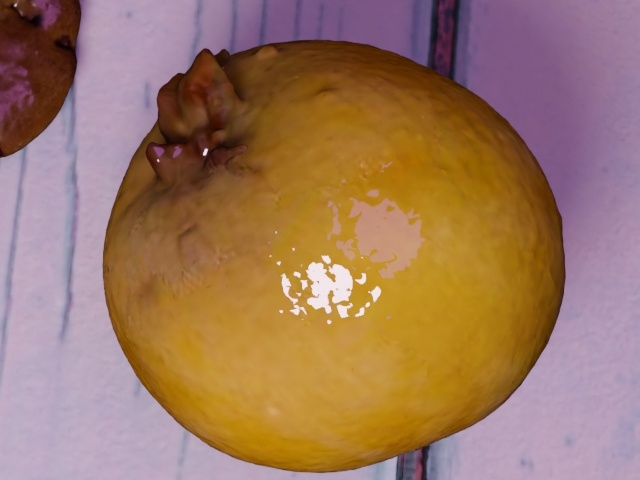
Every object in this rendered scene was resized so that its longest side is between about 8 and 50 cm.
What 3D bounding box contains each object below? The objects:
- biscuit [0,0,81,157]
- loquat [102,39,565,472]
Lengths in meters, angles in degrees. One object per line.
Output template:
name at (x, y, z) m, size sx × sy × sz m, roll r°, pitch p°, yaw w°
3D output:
biscuit at (-0.256, -0.141, 1.211) m, size 0.212 × 0.036 × 0.212 m, roll 4°, pitch 76°, yaw -16°
loquat at (0.000, 0.000, 1.138) m, size 0.274 × 0.275 × 0.275 m, roll 4°, pitch 76°, yaw -16°
